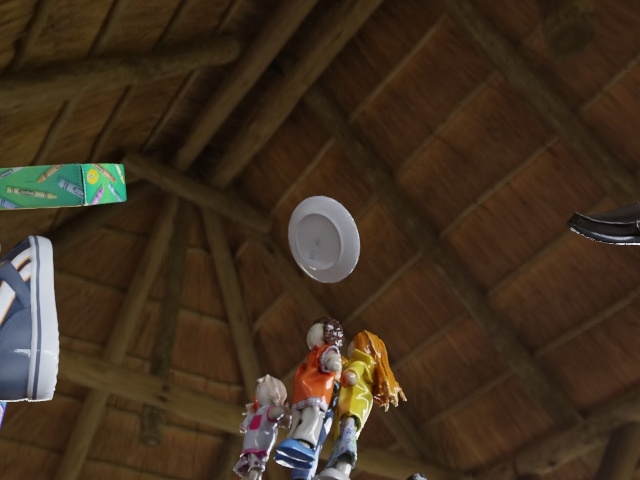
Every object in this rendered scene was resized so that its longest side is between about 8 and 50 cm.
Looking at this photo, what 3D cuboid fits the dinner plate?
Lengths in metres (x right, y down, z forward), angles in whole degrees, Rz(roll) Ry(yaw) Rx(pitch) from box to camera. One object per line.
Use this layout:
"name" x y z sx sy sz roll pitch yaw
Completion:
"dinner plate" 0.000 0.000 1.241 0.141 0.141 0.017 -38 -12 39

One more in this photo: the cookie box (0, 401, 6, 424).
"cookie box" -0.436 0.197 1.028 0.040 0.107 0.092 10 -32 -8

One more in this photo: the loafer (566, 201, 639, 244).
"loafer" 0.556 -0.034 1.414 0.220 0.080 0.078 6 -81 -2

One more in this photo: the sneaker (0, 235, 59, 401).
"sneaker" -0.390 0.079 0.950 0.127 0.321 0.126 3 -70 -21

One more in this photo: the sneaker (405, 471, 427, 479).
"sneaker" 0.096 0.395 1.046 0.132 0.229 0.086 -12 -75 2

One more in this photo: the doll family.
"doll family" 0.002 0.175 0.782 0.118 0.163 0.263 24 -35 -11

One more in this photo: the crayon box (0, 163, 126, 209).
"crayon box" -0.551 -0.106 1.552 0.278 0.081 0.165 -2 5 14
